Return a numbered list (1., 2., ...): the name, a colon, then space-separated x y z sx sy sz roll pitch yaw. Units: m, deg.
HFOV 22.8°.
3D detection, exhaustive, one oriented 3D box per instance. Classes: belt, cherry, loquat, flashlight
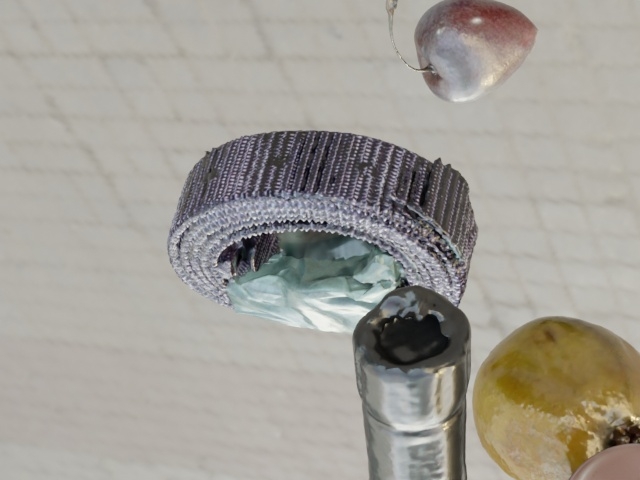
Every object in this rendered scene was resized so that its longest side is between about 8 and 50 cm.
1. belt: 0.000 0.000 1.628 0.324 0.122 0.260 -1 144 21
2. cherry: 0.167 -0.238 1.784 0.148 0.115 0.188 3 142 16
3. loquat: 0.265 0.180 1.676 0.234 0.187 0.176 28 173 45
4. flashlight: 0.076 0.188 1.285 0.103 0.103 0.424 13 144 16

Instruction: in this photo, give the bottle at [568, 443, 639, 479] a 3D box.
1. bottle: 0.293 0.301 1.441 0.206 0.173 0.297 17 149 14
